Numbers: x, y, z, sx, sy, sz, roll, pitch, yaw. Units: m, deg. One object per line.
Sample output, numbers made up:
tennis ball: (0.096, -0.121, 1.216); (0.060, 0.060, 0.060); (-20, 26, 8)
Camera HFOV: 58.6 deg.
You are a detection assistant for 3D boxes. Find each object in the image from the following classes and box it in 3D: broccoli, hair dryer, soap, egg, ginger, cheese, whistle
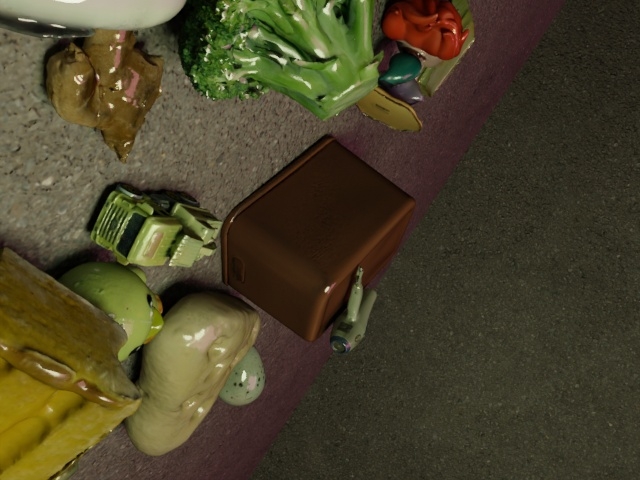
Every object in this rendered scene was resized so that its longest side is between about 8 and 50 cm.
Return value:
broccoli: (-0.033, -0.251, 0.614); (0.269, 0.241, 0.261); (-35, -175, 1)
hair dryer: (0.078, 0.105, 1.108); (0.167, 0.068, 0.199); (-45, 150, -59)
soap: (-0.397, 0.160, 0.525); (0.339, 0.169, 0.304); (-40, 129, 3)
egg: (-0.193, 0.323, 1.386); (0.131, 0.131, 0.164); (-24, 137, -60)
ginger: (-0.193, -0.189, 0.573); (0.214, 0.059, 0.133); (-59, 156, 5)
cheese: (-0.257, 0.238, 1.041); (0.351, 0.130, 0.328); (-53, 168, -12)
whistle: (-0.264, 0.104, 0.785); (0.141, 0.141, 0.294); (-56, 164, 0)

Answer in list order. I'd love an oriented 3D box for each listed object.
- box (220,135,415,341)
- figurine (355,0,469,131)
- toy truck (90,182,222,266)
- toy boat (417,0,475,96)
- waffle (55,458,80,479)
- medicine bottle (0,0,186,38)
box: (0.000, 0.000, 1.143); (0.339, 0.229, 0.239); (-43, 161, -32)
figurine: (0.182, -0.358, 1.086); (0.208, 0.181, 0.257); (33, 83, -44)
toy truck: (-0.202, -0.009, 0.771); (0.085, 0.116, 0.191); (-60, 163, 10)
toy boat: (0.286, -0.449, 1.336); (0.276, 0.084, 0.111); (-56, 161, 6)
waffle: (-0.495, 0.409, 0.849); (0.291, 0.056, 0.309); (-54, 166, -7)
medicine bottle: (-0.126, -0.309, 0.257); (0.214, 0.214, 0.378); (-30, 150, -55)
